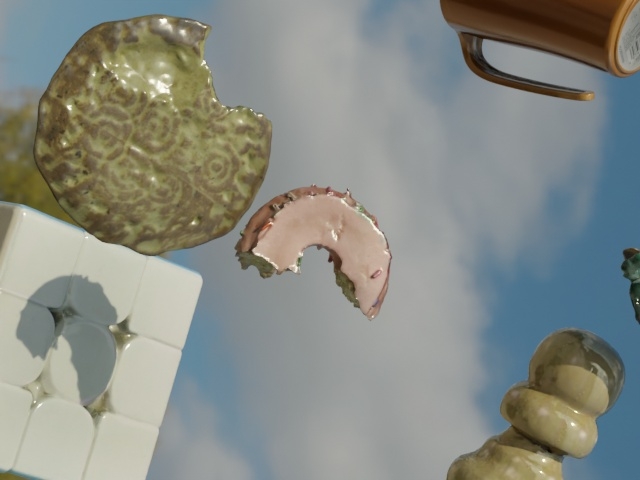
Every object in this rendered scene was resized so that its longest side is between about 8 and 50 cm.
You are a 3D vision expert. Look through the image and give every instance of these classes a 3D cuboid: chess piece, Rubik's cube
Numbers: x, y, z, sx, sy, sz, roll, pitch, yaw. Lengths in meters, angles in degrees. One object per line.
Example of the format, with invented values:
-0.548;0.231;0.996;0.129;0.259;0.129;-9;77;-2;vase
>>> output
0.241;0.218;2.045;0.261;0.142;0.143;-59;-155;3;chess piece
-0.362;0.121;2.190;0.291;0.290;0.291;6;-102;46;Rubik's cube

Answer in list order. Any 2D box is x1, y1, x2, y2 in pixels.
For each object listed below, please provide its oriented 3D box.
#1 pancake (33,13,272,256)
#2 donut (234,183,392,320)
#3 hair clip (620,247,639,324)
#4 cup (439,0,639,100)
-0.153;-0.094;1.710;0.235;0.212;0.029;64;-11;-23;pancake
0.000;0.000;1.892;0.117;0.166;0.065;-66;-163;-9;donut
0.422;0.143;1.973;0.095;0.110;0.359;-14;-66;51;hair clip
0.275;-0.279;2.250;0.264;0.182;0.226;29;-60;33;cup
